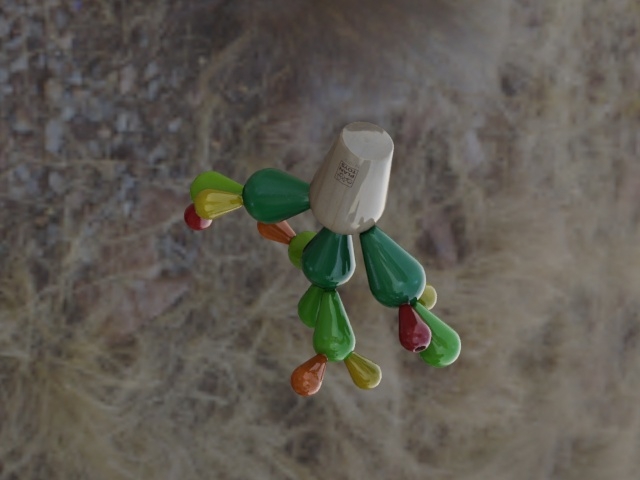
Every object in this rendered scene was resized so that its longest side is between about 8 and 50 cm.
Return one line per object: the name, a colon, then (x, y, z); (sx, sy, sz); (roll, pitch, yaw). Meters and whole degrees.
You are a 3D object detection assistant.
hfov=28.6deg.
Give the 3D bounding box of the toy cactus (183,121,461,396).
toy cactus: (0.000, 0.000, 0.817); (0.112, 0.219, 0.180); (-32, 154, -36)
